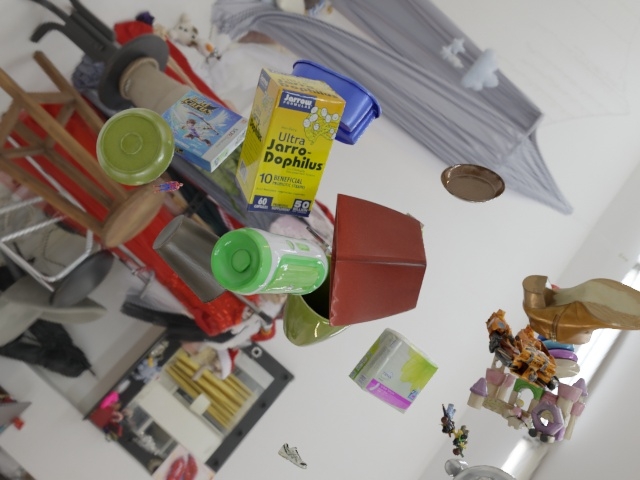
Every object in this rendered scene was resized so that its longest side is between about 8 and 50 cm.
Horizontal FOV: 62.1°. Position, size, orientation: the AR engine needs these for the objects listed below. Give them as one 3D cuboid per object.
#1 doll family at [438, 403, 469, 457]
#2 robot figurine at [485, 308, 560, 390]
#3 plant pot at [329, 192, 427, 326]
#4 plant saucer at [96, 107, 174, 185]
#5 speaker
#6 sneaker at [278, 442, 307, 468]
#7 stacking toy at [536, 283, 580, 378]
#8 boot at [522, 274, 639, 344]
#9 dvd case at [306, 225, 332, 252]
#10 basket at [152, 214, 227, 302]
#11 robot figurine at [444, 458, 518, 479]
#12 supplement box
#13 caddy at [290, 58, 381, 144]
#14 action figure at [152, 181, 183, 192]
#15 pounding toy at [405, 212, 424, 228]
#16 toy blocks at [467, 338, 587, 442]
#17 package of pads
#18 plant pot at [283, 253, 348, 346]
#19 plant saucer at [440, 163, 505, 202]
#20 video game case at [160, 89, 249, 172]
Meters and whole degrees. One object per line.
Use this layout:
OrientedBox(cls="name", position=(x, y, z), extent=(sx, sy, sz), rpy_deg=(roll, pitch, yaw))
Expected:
OrientedBox(cls="doll family", position=(0.472, 0.672, 1.887), extent=(0.076, 0.193, 0.111), rpy_deg=(-42, 166, 33))
OrientedBox(cls="robot figurine", position=(0.561, 0.302, 1.489), extent=(0.085, 0.211, 0.291), rpy_deg=(-62, -177, 16))
OrientedBox(cls="plant pot", position=(0.150, 0.059, 1.442), extent=(0.267, 0.236, 0.267), rpy_deg=(-86, 180, -48))
OrientedBox(cls="plant saucer", position=(-0.559, -0.286, 1.586), extent=(0.241, 0.241, 0.037), rpy_deg=(-48, 174, -3))
OrientedBox(cls="speaker", position=(-0.090, 0.047, 1.064), extent=(0.131, 0.131, 0.296), rpy_deg=(-49, 159, 12))
OrientedBox(cls="sneaker", position=(-0.063, 0.523, 1.293), extent=(0.037, 0.083, 0.032), rpy_deg=(-55, 151, -23))
OrientedBox(cls="stacking toy", position=(0.823, 0.310, 1.880), extent=(0.141, 0.141, 0.330), rpy_deg=(128, -26, -56))
OrientedBox(cls="boot", position=(0.610, 0.178, 1.208), extent=(0.295, 0.211, 0.104), rpy_deg=(13, -120, 41))
OrientedBox(cls="dvd case", position=(0.000, 0.000, 1.983), extent=(0.013, 0.119, 0.087), rpy_deg=(-47, 156, -4))
OrientedBox(cls="basket", position=(-0.359, 0.043, 1.557), extent=(0.204, 0.227, 0.154), rpy_deg=(-40, -152, 10))
OrientedBox(cls="robot figurine", position=(0.415, 0.657, 1.281), extent=(0.200, 0.300, 0.353), rpy_deg=(-39, 145, 2))
OrientedBox(cls="supplement box", position=(-0.096, -0.269, 1.498), extent=(0.195, 0.194, 0.356), rpy_deg=(-122, -137, -52))
OrientedBox(cls="caddy", position=(0.037, -0.472, 1.772), extent=(0.179, 0.341, 0.241), rpy_deg=(-59, 166, -6))
OrientedBox(cls="action figure", position=(-0.606, -0.214, 2.117), extent=(0.115, 0.038, 0.030), rpy_deg=(-11, -179, -11))
OrientedBox(cls="pounding toy", position=(0.281, 0.012, 2.046), extent=(0.206, 0.094, 0.181), rpy_deg=(-52, 178, -14))
OrientedBox(cls="toy blocks", position=(0.623, 0.416, 1.578), extent=(0.309, 0.289, 0.260), rpy_deg=(24, 85, -50))
OrientedBox(cls="package of pads", position=(0.271, 0.463, 1.890), extent=(0.229, 0.296, 0.101), rpy_deg=(-52, -141, -2))
OrientedBox(cls="plant pot", position=(-0.016, 0.242, 1.854), extent=(0.275, 0.275, 0.293), rpy_deg=(-45, 173, -46))
OrientedBox(cls="plant saucer", position=(0.471, -0.172, 1.659), extent=(0.198, 0.199, 0.036), rpy_deg=(-46, 151, -40))
OrientedBox(cls="video game case", position=(-0.416, -0.385, 1.847), extent=(0.244, 0.270, 0.061), rpy_deg=(-54, 167, -33))
